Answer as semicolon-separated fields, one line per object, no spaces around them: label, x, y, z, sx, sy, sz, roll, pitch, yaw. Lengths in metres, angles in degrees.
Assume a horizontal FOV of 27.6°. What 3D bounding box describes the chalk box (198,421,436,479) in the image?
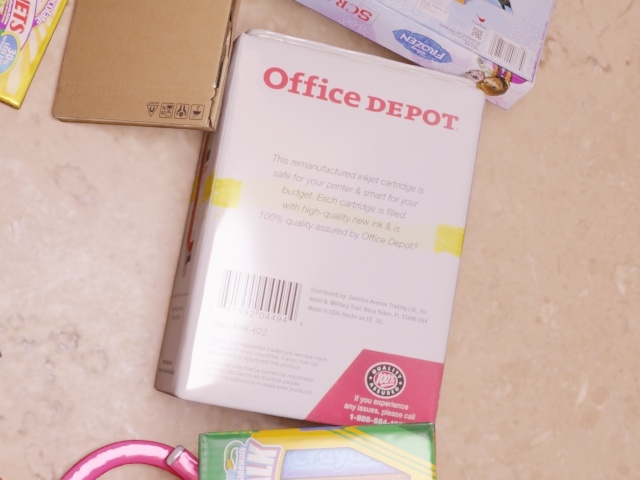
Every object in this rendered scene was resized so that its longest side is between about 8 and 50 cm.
chalk box;-0.032;0.281;1.269;0.289;0.180;0.179;-1;74;-2

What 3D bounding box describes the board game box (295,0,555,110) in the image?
board game box;0.122;-0.348;1.456;0.319;0.066;0.318;26;60;-11

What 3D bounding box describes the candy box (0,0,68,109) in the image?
candy box;-0.332;-0.255;1.405;0.105;0.027;0.206;24;81;-15

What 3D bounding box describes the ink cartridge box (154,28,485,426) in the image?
ink cartridge box;0.000;0.000;1.401;0.279;0.160;0.384;12;83;-14

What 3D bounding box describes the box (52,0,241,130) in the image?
box;-0.184;-0.201;1.377;0.201;0.021;0.164;6;81;28

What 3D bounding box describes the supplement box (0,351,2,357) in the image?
supplement box;-0.455;0.099;1.302;0.239;0.073;0.130;-19;89;-14

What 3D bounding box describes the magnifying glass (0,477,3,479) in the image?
magnifying glass;-0.422;0.181;1.351;0.231;0.026;0.092;46;77;-8

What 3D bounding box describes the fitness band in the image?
fitness band;-0.161;0.343;1.371;0.291;0.054;0.209;43;76;2
